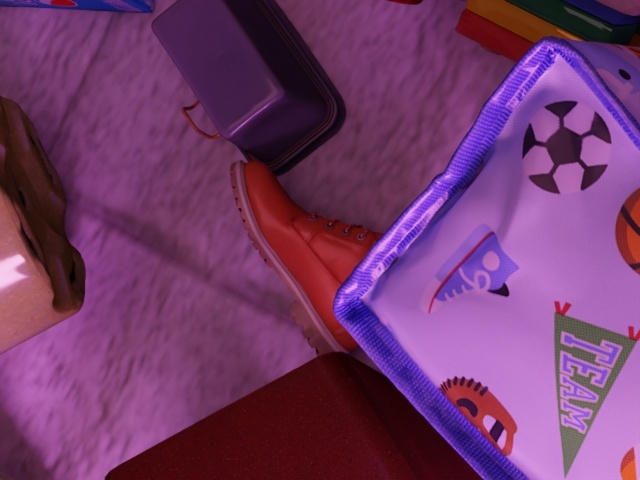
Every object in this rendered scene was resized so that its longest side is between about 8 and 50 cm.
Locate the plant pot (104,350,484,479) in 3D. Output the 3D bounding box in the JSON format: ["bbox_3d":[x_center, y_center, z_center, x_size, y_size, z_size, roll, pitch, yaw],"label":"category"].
[{"bbox_3d":[0.011,0.226,1.070,0.267,0.267,0.236,-29,62,15],"label":"plant pot"}]

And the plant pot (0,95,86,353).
[{"bbox_3d":[-0.316,0.011,1.212,0.254,0.276,0.276,-20,78,6],"label":"plant pot"}]

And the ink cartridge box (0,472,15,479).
[{"bbox_3d":[-0.307,0.207,1.188,0.171,0.235,0.056,-35,48,13],"label":"ink cartridge box"}]

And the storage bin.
[{"bbox_3d":[-0.063,-0.118,1.207,0.098,0.091,0.135,-37,73,13],"label":"storage bin"}]

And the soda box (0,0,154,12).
[{"bbox_3d":[-0.229,-0.217,1.288,0.210,0.067,0.071,5,86,20],"label":"soda box"}]

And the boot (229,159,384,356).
[{"bbox_3d":[0.000,0.000,1.189,0.084,0.059,0.158,-33,88,11],"label":"boot"}]

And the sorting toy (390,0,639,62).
[{"bbox_3d":[0.114,-0.181,1.073,0.255,0.257,0.089,30,112,20],"label":"sorting toy"}]

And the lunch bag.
[{"bbox_3d":[0.249,0.091,0.936,0.385,0.328,0.239,45,116,18],"label":"lunch bag"}]
